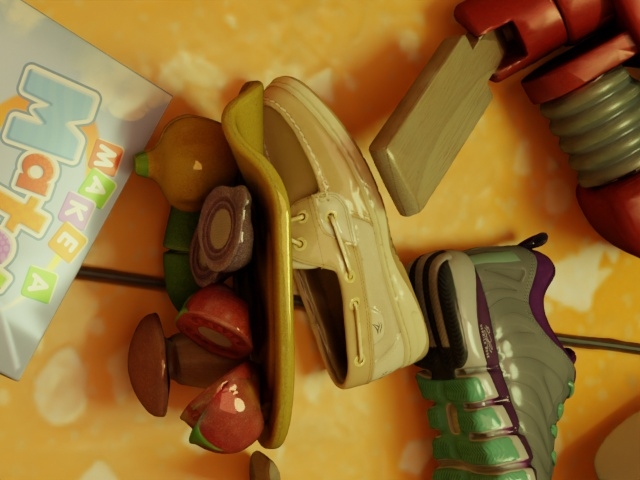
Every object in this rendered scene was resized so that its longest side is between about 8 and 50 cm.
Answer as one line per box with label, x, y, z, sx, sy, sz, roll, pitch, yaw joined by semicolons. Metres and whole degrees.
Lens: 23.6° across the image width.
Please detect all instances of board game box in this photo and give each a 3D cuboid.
board game box;-0.196;-0.053;0.711;0.211;0.039;0.160;32;79;-24

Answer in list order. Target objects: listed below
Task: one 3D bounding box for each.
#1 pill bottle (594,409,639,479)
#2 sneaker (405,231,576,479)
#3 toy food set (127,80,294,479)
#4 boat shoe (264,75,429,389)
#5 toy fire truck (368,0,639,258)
pill bottle;0.249;0.206;0.883;0.131;0.131;0.229;-32;105;-21
sneaker;0.113;0.109;0.844;0.098;0.083;0.224;-13;97;-29
toy food set;-0.057;0.033;0.739;0.071;0.128;0.218;-4;98;-12
boat shoe;0.000;0.000;0.793;0.059;0.063;0.170;-30;104;-24
toy fire truck;0.149;-0.066;0.831;0.246;0.158;0.217;-29;100;-1
